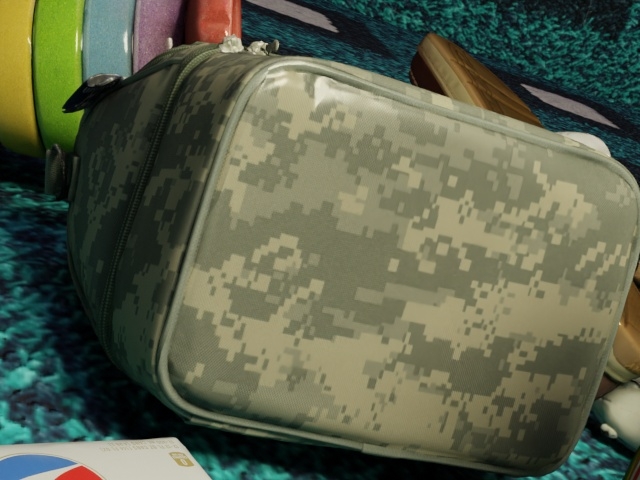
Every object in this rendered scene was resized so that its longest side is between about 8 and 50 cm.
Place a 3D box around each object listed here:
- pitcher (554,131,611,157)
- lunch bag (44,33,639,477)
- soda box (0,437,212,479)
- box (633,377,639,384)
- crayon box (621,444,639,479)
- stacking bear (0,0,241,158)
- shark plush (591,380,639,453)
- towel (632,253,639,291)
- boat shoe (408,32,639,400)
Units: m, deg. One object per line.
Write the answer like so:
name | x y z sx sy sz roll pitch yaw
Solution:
pitcher | 0.161 -0.055 1.190 0.207 0.125 0.178 -17 16 -38
lunch bag | 0.000 0.000 0.741 0.305 0.212 0.256 13 3 -28
soda box | -0.133 0.120 0.415 0.216 0.073 0.069 5 23 -42
box | 0.338 0.128 0.944 0.183 0.056 0.231 15 16 -46
crayon box | 0.198 0.084 0.504 0.081 0.318 0.202 25 17 10
stacking bear | -0.207 -0.128 0.885 0.289 0.175 0.164 1 36 -2
shark plush | 0.229 0.139 0.871 0.161 0.073 0.067 16 -14 35
towel | 0.356 0.054 1.092 0.272 0.040 0.370 21 1 -3
boat shoe | 0.132 -0.016 0.921 0.123 0.123 0.342 18 39 -49
